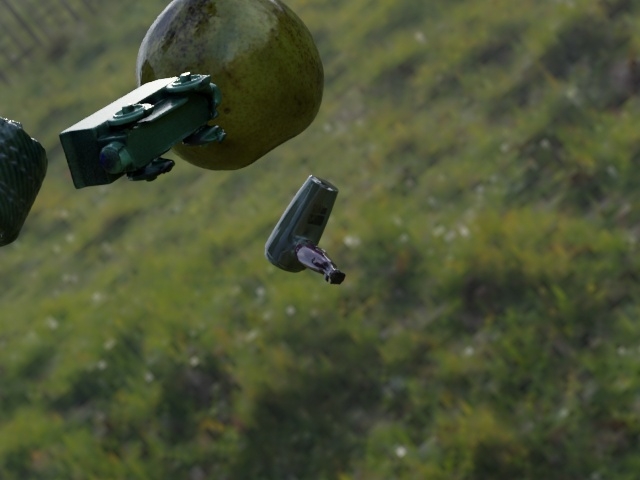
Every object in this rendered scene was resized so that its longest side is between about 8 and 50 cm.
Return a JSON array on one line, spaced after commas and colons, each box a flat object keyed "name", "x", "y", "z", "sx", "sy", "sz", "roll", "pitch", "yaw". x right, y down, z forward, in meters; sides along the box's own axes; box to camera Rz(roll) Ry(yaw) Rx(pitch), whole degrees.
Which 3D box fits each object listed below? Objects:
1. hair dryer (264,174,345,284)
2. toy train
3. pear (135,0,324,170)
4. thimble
[{"name": "hair dryer", "x": -0.002, "y": 0.007, "z": 1.980, "sx": 0.106, "sy": 0.054, "sz": 0.154, "roll": -60, "pitch": 32, "yaw": 18}, {"name": "toy train", "x": -0.154, "y": -0.098, "z": 1.599, "sx": 0.099, "sy": 0.070, "sz": 0.172, "roll": -5, "pitch": 19, "yaw": 31}, {"name": "pear", "x": -0.099, "y": -0.177, "z": 1.867, "sx": 0.197, "sy": 0.197, "sz": 0.197, "roll": -40, "pitch": 0, "yaw": 0}, {"name": "thimble", "x": -0.311, "y": -0.056, "z": 1.589, "sx": 0.135, "sy": 0.118, "sz": 0.090, "roll": 4, "pitch": 60, "yaw": 36}]
